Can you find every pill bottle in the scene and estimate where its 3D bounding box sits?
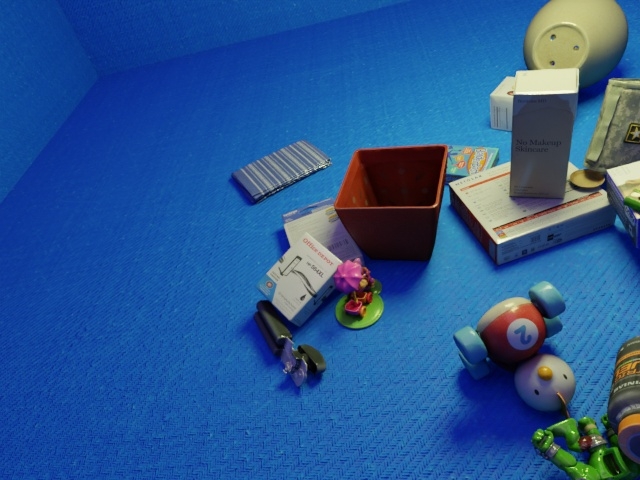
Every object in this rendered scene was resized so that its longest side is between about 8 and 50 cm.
[{"bbox_3d":[0.585,0.283,0.904,0.130,0.131,0.245,11,29,30],"label":"pill bottle"}]

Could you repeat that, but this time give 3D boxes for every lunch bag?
[{"bbox_3d":[0.835,-0.306,1.369,0.286,0.236,0.169,-13,32,-34],"label":"lunch bag"}]

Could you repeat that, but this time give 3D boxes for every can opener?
[{"bbox_3d":[-0.088,0.256,1.297,0.093,0.074,0.280,-1,30,-36],"label":"can opener"}]

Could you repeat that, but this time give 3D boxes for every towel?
[{"bbox_3d":[-0.150,-0.265,1.920,0.335,0.040,0.243,-28,40,-14],"label":"towel"}]

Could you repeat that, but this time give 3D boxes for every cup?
[{"bbox_3d":[0.823,-0.650,1.711,0.330,0.332,0.237,14,31,32],"label":"cup"}]

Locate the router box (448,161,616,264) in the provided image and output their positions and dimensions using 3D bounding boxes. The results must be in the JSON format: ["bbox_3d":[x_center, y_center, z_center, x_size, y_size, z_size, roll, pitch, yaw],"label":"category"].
[{"bbox_3d":[0.577,-0.106,1.430,0.335,0.082,0.301,-19,40,-1],"label":"router box"}]

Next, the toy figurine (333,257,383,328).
[{"bbox_3d":[0.094,0.110,1.309,0.130,0.159,0.173,9,47,28],"label":"toy figurine"}]

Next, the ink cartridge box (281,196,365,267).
[{"bbox_3d":[0.000,0.000,1.541,0.185,0.065,0.311,-21,43,-1],"label":"ink cartridge box"}]

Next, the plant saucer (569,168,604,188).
[{"bbox_3d":[0.711,-0.162,1.367,0.083,0.015,0.084,-9,40,7],"label":"plant saucer"}]

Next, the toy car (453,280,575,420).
[{"bbox_3d":[0.426,0.249,1.018,0.219,0.210,0.238,-31,54,1],"label":"toy car"}]

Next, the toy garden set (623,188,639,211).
[{"bbox_3d":[0.817,-0.125,1.080,0.244,0.049,0.204,-39,43,-9],"label":"toy garden set"}]

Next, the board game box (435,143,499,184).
[{"bbox_3d":[0.452,-0.244,1.657,0.210,0.047,0.160,10,48,28],"label":"board game box"}]

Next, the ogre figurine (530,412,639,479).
[{"bbox_3d":[0.482,0.377,0.910,0.196,0.097,0.118,15,34,-32],"label":"ogre figurine"}]

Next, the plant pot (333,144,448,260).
[{"bbox_3d":[0.216,-0.089,1.427,0.266,0.236,0.268,1,45,21],"label":"plant pot"}]

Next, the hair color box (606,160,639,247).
[{"bbox_3d":[0.866,-0.120,1.166,0.338,0.110,0.185,-17,42,17],"label":"hair color box"}]

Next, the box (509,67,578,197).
[{"bbox_3d":[0.564,-0.267,1.309,0.147,0.311,0.121,4,45,24],"label":"box"}]

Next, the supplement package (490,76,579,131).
[{"bbox_3d":[0.714,-0.450,1.722,0.243,0.134,0.139,19,52,36],"label":"supplement package"}]

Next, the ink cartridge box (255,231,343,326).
[{"bbox_3d":[-0.047,0.101,1.358,0.148,0.086,0.203,39,85,27],"label":"ink cartridge box"}]
